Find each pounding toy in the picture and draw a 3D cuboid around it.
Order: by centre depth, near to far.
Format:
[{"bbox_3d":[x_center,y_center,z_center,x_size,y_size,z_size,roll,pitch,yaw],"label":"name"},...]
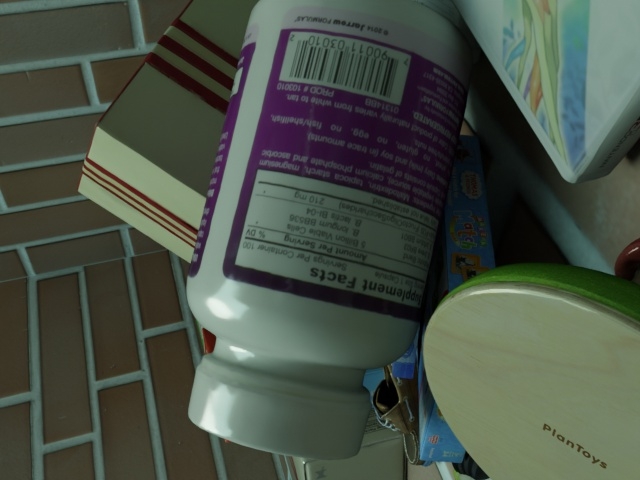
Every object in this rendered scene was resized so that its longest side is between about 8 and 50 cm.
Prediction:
[{"bbox_3d":[0.176,0.087,0.359,0.237,0.110,0.183,47,149,7],"label":"pounding toy"}]

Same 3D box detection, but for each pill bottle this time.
[{"bbox_3d":[0.000,-0.009,0.504,0.169,0.169,0.301,178,106,-77],"label":"pill bottle"}]

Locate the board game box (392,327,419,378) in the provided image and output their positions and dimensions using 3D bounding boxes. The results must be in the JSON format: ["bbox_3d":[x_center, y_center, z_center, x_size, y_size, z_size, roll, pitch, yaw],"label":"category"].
[{"bbox_3d":[0.074,0.056,0.603,0.090,0.020,0.090,-80,-5,-67],"label":"board game box"}]

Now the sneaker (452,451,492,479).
[{"bbox_3d":[0.141,0.149,0.544,0.234,0.084,0.097,110,148,-67],"label":"sneaker"}]

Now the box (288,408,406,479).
[{"bbox_3d":[0.018,0.276,1.055,0.232,0.149,0.126,-120,22,-56],"label":"box"}]

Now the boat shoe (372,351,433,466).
[{"bbox_3d":[0.096,0.187,0.819,0.066,0.066,0.183,-135,36,-69],"label":"boat shoe"}]

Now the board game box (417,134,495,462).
[{"bbox_3d":[0.103,0.042,0.558,0.160,0.039,0.211,92,-177,-46],"label":"board game box"}]

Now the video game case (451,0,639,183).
[{"bbox_3d":[0.115,-0.242,0.342,0.300,0.036,0.328,104,147,-58],"label":"video game case"}]

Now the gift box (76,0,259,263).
[{"bbox_3d":[-0.080,-0.088,0.733,0.255,0.258,0.276,-60,15,-17],"label":"gift box"}]

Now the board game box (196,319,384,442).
[{"bbox_3d":[-0.052,0.142,1.037,0.316,0.242,0.064,-123,26,-57],"label":"board game box"}]

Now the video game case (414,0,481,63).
[{"bbox_3d":[0.079,-0.279,0.573,0.227,0.026,0.206,-117,20,-53],"label":"video game case"}]
